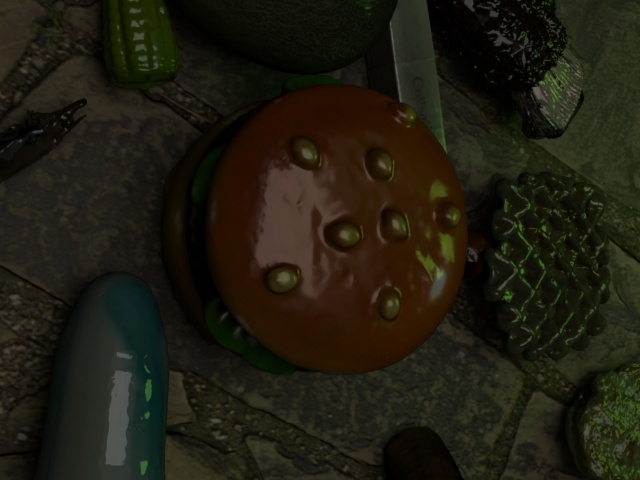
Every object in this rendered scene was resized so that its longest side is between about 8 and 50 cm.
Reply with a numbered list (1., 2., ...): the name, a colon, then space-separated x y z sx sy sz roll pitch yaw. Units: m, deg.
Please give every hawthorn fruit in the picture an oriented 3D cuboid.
1. hawthorn fruit: 0.222 0.020 1.772 0.077 0.077 0.077 1 89 -29

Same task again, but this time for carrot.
1. carrot: 0.170 0.387 1.629 0.114 0.302 0.114 -7 120 -12

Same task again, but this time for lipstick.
1. lipstick: 0.126 -0.193 1.716 0.076 0.080 0.371 -10 94 -28

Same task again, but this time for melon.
1. melon: -0.052 -0.345 1.525 0.329 0.248 0.248 13 83 -29

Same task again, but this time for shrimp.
1. shrimp: -0.406 -0.136 1.438 0.251 0.052 0.143 -29 100 -25

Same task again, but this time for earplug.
1. earplug: -0.262 0.199 1.457 0.185 0.185 0.324 10 76 -28

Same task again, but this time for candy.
1. candy: -0.236 -0.296 1.514 0.097 0.097 0.209 -3 82 -29

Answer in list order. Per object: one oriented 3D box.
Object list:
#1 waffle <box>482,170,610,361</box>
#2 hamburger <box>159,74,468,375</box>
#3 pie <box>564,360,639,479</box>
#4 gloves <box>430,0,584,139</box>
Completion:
1. waffle: 0.358 0.040 1.823 0.309 0.056 0.292 3 87 -45
2. hamburger: 0.000 0.000 1.531 0.396 0.277 0.396 1 88 -28
3. pie: 0.499 0.299 1.908 0.248 0.090 0.201 -5 81 -29
4. gloves: 0.292 -0.315 1.780 0.312 0.135 0.210 44 74 -19
